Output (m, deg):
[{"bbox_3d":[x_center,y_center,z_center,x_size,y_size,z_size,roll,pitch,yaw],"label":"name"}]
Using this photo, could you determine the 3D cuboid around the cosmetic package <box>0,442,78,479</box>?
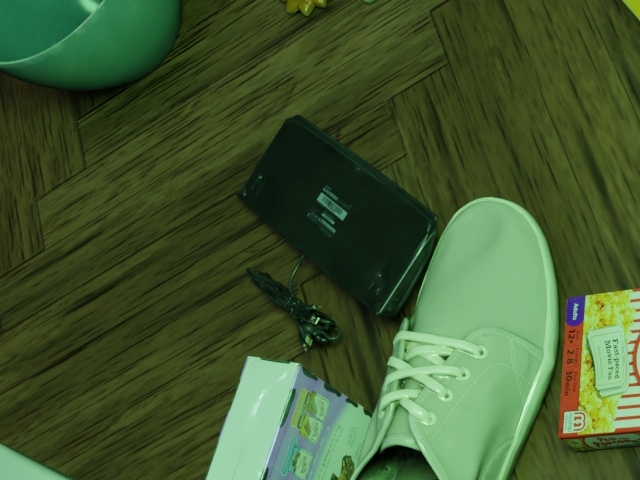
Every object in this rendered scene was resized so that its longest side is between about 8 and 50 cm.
[{"bbox_3d":[-0.206,0.407,1.602,0.394,0.329,0.327,9,70,59],"label":"cosmetic package"}]

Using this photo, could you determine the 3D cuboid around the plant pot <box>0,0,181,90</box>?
[{"bbox_3d":[-0.288,-0.302,2.210,0.290,0.195,0.290,-17,56,27],"label":"plant pot"}]

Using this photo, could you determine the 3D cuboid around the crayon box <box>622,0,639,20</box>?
[{"bbox_3d":[0.460,-0.304,1.750,0.323,0.083,0.203,-39,49,11],"label":"crayon box"}]

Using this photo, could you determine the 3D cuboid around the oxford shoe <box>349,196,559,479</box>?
[{"bbox_3d":[0.121,0.152,1.711,0.169,0.130,0.449,0,63,40],"label":"oxford shoe"}]

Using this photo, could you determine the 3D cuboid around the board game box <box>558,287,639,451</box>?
[{"bbox_3d":[0.323,0.116,1.639,0.193,0.045,0.147,-10,60,31],"label":"board game box"}]

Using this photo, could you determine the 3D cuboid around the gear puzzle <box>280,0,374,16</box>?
[{"bbox_3d":[0.083,-0.383,2.091,0.339,0.044,0.175,-30,51,19],"label":"gear puzzle"}]

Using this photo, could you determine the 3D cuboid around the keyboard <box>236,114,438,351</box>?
[{"bbox_3d":[0.000,0.000,1.928,0.201,0.033,0.317,-57,40,6],"label":"keyboard"}]

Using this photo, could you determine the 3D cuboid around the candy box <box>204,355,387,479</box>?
[{"bbox_3d":[-0.019,0.227,1.720,0.070,0.196,0.165,6,69,37],"label":"candy box"}]
